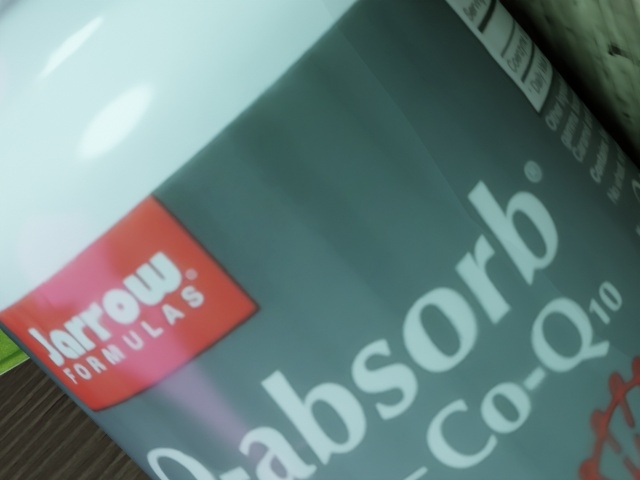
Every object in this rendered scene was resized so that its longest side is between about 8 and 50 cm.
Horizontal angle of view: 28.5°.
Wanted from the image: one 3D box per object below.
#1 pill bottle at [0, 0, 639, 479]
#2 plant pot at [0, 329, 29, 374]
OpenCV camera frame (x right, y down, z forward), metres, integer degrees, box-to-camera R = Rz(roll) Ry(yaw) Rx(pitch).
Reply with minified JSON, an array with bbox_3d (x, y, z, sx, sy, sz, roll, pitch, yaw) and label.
[{"bbox_3d":[0.000,0.000,0.464,0.363,0.210,0.210,47,169,-12],"label":"pill bottle"},{"bbox_3d":[-0.395,-0.055,1.463,0.353,0.366,0.366,59,167,-8],"label":"plant pot"}]
